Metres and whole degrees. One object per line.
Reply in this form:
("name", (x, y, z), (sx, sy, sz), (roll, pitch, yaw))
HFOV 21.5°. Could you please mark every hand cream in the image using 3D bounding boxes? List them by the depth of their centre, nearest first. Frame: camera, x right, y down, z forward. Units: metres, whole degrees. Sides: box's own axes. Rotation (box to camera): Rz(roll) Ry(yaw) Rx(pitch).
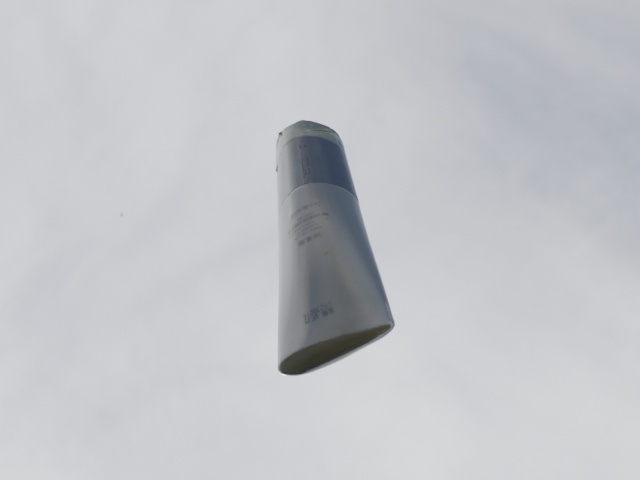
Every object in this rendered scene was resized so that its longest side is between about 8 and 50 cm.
("hand cream", (0.000, 0.000, 1.152), (0.079, 0.255, 0.048), (-26, -56, 12))
